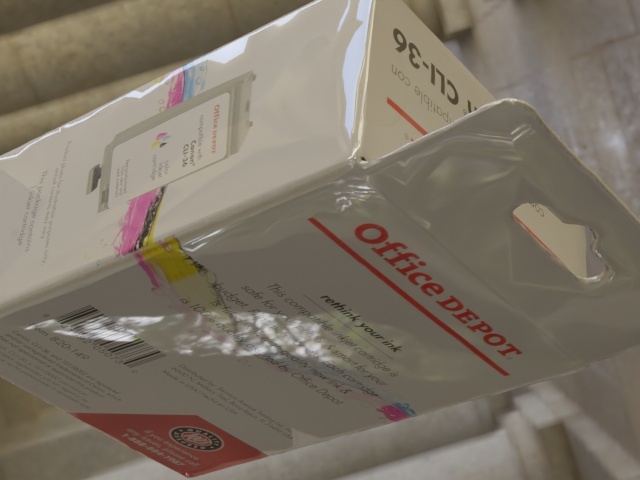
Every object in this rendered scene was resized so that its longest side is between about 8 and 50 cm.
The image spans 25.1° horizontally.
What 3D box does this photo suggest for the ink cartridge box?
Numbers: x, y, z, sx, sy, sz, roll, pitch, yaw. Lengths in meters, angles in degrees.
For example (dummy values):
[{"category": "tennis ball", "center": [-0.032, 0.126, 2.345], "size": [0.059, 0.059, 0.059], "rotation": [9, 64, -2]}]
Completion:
[{"category": "ink cartridge box", "center": [0.000, 0.000, 0.418], "size": [0.115, 0.198, 0.067], "rotation": [38, -136, -40]}]
